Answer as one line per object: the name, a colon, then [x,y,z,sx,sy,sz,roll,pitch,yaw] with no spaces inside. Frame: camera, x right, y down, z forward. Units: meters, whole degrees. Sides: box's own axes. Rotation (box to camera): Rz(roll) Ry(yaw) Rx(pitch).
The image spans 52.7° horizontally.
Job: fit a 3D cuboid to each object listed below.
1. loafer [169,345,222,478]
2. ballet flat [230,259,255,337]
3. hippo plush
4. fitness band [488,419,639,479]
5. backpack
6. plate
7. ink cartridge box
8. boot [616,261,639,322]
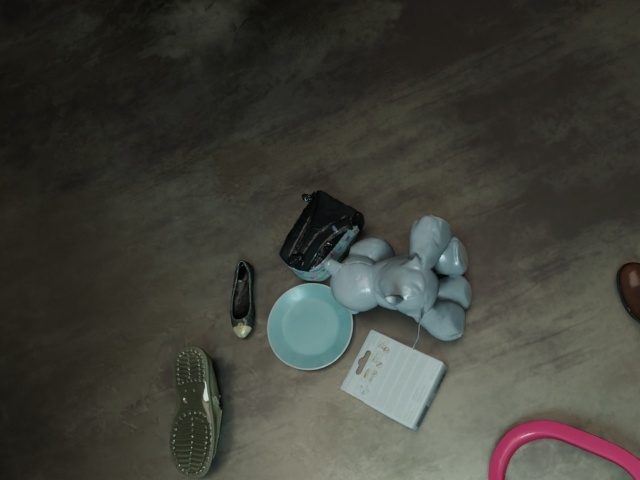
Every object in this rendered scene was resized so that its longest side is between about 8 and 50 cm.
loafer: [-0.250,0.352,1.342,0.101,0.092,0.269,0,87,15]
ballet flat: [-0.176,0.128,1.423,0.057,0.049,0.173,-7,69,12]
hippo plush: [0.147,0.103,1.295,0.236,0.234,0.294,-7,35,40]
fitness band: [0.440,0.438,1.129,0.290,0.054,0.209,17,71,37]
backpack: [0.000,0.000,1.394,0.152,0.115,0.182,29,80,32]
plate: [-0.021,0.184,1.381,0.188,0.024,0.188,-4,70,11]
ink cartridge box: [0.148,0.281,1.309,0.179,0.045,0.145,21,76,38]
boot: [0.626,0.120,1.114,0.096,0.280,0.264,-20,68,5]
